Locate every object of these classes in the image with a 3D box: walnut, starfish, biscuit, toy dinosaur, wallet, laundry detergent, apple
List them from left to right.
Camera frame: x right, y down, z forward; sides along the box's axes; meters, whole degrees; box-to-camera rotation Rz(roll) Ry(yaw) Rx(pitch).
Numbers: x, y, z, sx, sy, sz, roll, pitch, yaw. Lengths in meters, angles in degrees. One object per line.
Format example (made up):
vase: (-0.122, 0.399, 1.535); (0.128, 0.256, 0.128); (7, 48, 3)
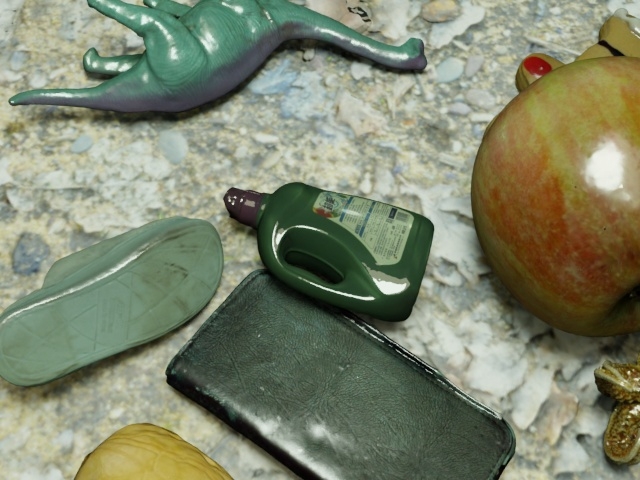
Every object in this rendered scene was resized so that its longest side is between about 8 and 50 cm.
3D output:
walnut: (-0.133, 0.238, 0.690); (0.180, 0.144, 0.144); (45, 68, 8)
toy dinosaur: (-0.095, -0.189, 0.943); (0.330, 0.129, 0.383); (36, 67, 3)
laundry detergent: (0.000, 0.000, 0.850); (0.221, 0.078, 0.144); (18, 47, 3)
wallet: (0.021, 0.158, 0.792); (0.318, 0.045, 0.172); (31, 60, 16)
biscuit: (0.321, -0.159, 0.981); (0.301, 0.049, 0.197); (-31, 67, -17)
apple: (0.277, -0.038, 0.796); (0.256, 0.257, 0.234); (-5, 48, -7)
starfish: (0.347, 0.135, 0.787); (0.189, 0.146, 0.074); (-14, 22, -11)

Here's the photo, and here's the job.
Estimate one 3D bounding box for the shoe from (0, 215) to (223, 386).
shoe: (-0.213, 0.053, 0.812); (0.251, 0.103, 0.100); (-30, 25, -31)
